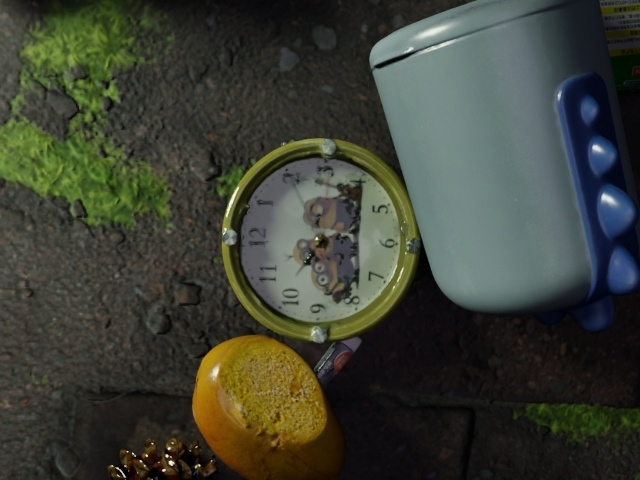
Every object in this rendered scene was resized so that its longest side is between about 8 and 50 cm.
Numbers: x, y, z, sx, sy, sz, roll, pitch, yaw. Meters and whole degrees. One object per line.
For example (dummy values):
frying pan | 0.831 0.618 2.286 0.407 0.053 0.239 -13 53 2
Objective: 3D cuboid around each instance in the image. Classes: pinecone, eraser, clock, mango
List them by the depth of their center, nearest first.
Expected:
pinecone | -0.168 0.280 0.738 0.120 0.140 0.140 -26 102 -42
mango | -0.054 0.203 0.767 0.217 0.102 0.141 46 65 -13
clock | 0.000 0.000 0.780 0.237 0.057 0.237 -1 93 -13
eraser | 0.012 0.153 0.815 0.027 0.019 0.099 39 85 -13

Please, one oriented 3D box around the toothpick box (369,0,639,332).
toothpick box | 0.215 -0.072 0.717 0.263 0.263 0.355 -19 100 -10

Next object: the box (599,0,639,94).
box | 0.350 -0.301 0.807 0.180 0.103 0.250 -8 95 -13
